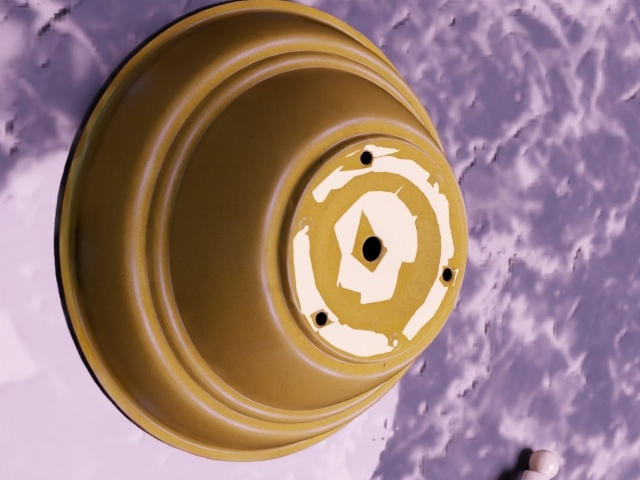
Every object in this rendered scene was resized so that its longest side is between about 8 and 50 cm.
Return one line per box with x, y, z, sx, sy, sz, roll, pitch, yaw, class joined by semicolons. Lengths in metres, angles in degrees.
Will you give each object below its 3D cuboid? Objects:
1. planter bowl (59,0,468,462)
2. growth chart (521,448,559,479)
0.000;0.000;0.783;0.217;0.090;0.217;-4;97;-36;planter bowl
0.159;0.226;0.936;0.237;0.021;0.172;42;46;-32;growth chart
